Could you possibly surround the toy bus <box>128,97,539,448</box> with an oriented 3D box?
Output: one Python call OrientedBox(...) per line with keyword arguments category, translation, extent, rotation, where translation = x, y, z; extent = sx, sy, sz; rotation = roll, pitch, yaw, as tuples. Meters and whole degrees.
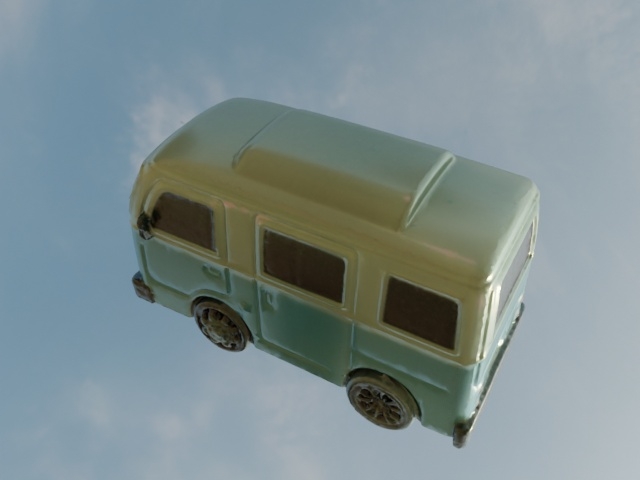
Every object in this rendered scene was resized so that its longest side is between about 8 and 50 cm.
OrientedBox(category="toy bus", translation=(0.000, 0.000, 0.437), extent=(0.272, 0.133, 0.164), rotation=(20, -44, 22))
